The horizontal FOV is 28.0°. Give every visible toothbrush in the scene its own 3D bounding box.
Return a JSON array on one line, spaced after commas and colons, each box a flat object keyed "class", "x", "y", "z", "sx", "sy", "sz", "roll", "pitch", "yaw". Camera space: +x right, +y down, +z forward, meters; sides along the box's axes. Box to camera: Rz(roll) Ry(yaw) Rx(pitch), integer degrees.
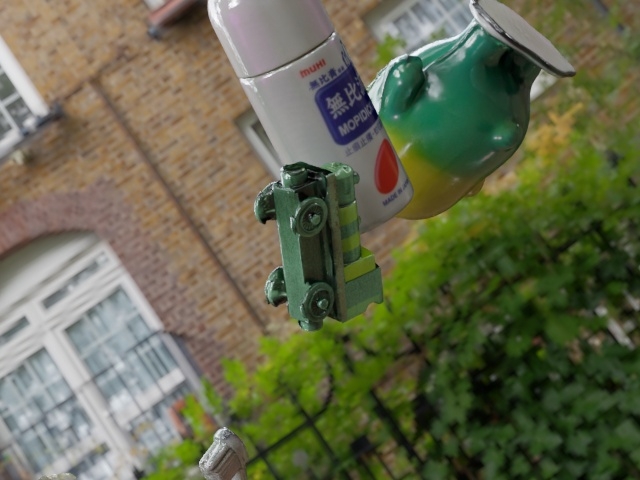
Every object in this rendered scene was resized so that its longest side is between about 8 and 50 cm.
[{"class": "toothbrush", "x": -0.060, "y": 0.194, "z": 0.933, "sx": 0.029, "sy": 0.025, "sz": 0.307, "roll": -53, "pitch": -16, "yaw": -20}]

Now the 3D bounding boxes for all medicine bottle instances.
[{"class": "medicine bottle", "x": -0.017, "y": -0.174, "z": 1.503, "sx": 0.130, "sy": 0.341, "sz": 0.130, "roll": -25, "pitch": 18, "yaw": 9}]

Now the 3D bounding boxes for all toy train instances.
[{"class": "toy train", "x": 0.001, "y": 0.000, "z": 1.448, "sx": 0.132, "sy": 0.083, "sz": 0.200, "roll": -25, "pitch": -56, "yaw": -35}]

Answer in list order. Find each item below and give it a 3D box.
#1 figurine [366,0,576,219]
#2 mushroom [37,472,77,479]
[{"class": "figurine", "x": 0.180, "y": -0.170, "z": 1.836, "sx": 0.323, "sy": 0.231, "sz": 0.340, "roll": 14, "pitch": -56, "yaw": -45}, {"class": "mushroom", "x": -0.405, "y": 0.517, "z": 1.952, "sx": 0.097, "sy": 0.351, "sz": 0.109, "roll": 0, "pitch": 9, "yaw": -31}]
